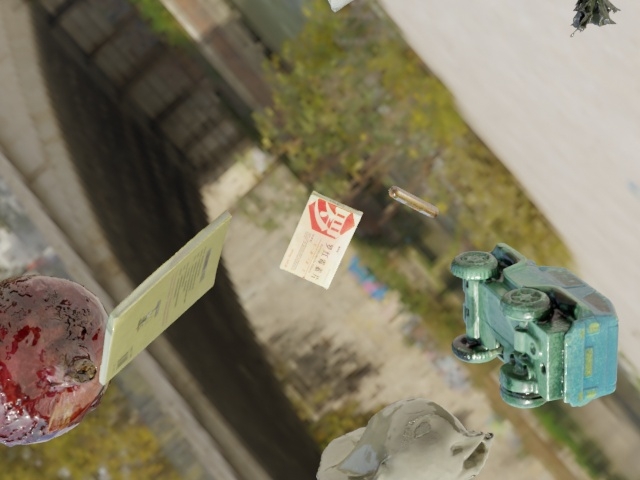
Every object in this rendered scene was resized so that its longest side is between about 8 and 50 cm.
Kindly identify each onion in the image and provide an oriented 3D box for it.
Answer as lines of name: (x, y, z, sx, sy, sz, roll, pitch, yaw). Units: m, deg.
onion: (-0.388, 0.171, 2.013, 0.219, 0.252, 0.252, 16, 156, 44)

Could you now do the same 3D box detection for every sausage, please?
sausage: (0.112, -0.046, 1.730, 0.100, 0.015, 0.015, 23, -162, -46)

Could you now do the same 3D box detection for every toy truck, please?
toy truck: (0.283, 0.113, 1.940, 0.279, 0.156, 0.155, -135, 39, -62)

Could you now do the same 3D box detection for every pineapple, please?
pineapple: (0.223, -0.229, 1.185, 0.058, 0.058, 0.124, -132, 39, -77)

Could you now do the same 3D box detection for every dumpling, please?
dumpling: (0.100, 0.273, 1.870, 0.172, 0.247, 0.142, 19, 118, 57)

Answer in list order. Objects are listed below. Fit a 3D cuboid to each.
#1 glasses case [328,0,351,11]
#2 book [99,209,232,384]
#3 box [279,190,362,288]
glasses case: (0.117, -0.429, 1.882, 0.128, 0.308, 0.083, 61, -173, 31)
book: (-0.177, 0.068, 1.640, 0.013, 0.192, 0.168, 40, 149, 12)
box: (0.000, 0.000, 1.514, 0.058, 0.093, 0.015, 23, -156, -2)
